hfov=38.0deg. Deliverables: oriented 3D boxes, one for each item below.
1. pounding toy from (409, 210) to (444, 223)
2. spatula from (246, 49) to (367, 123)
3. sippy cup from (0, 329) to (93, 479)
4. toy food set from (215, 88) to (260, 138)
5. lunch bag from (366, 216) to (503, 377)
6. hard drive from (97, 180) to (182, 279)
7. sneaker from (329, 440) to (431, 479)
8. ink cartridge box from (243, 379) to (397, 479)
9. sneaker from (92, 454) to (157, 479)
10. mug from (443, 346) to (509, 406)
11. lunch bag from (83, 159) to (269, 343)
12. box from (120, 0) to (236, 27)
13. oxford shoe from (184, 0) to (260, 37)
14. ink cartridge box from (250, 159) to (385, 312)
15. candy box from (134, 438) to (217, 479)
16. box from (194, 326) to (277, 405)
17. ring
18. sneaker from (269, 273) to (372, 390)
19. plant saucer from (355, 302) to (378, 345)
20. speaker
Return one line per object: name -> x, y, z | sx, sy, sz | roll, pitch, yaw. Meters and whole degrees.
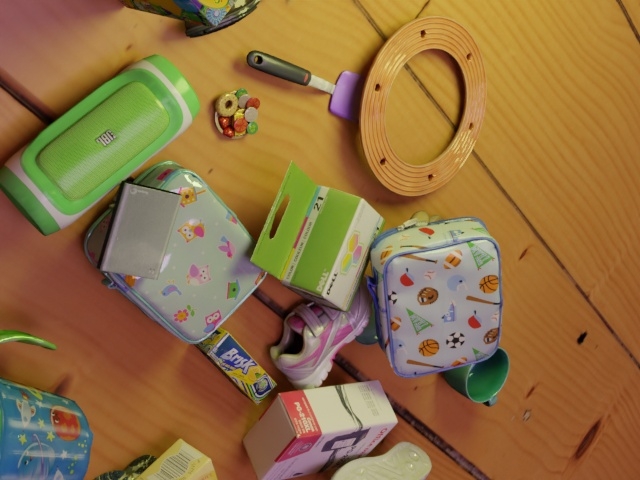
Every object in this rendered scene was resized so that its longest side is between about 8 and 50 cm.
pounding toy -> 0.212, 0.032, 1.845 | 0.154, 0.155, 0.269 | -54, 146, -45
spatula -> -0.008, -0.271, 1.585 | 0.296, 0.030, 0.084 | 13, 99, -44
sippy cup -> -0.470, 0.305, 1.366 | 0.305, 0.240, 0.224 | -48, 142, 17
toy food set -> -0.136, -0.208, 1.529 | 0.083, 0.020, 0.083 | -16, 115, -31
lunch bag -> 0.204, 0.099, 1.692 | 0.243, 0.115, 0.303 | -11, 120, -5
hard drive -> -0.266, -0.014, 1.369 | 0.094, 0.022, 0.135 | 12, 99, -36
sneaker -> 0.076, 0.535, 1.830 | 0.323, 0.130, 0.236 | -11, 139, -55
ink cartridge box -> 0.001, 0.359, 1.751 | 0.237, 0.100, 0.172 | -1, 141, -36
sneaker -> -0.338, 0.427, 1.606 | 0.135, 0.052, 0.058 | -20, 122, -29
mug -> 0.326, 0.283, 2.004 | 0.129, 0.097, 0.157 | -3, 110, -36
lunch bag -> -0.234, 0.022, 1.490 | 0.224, 0.108, 0.279 | -47, 127, -10
box -> -0.243, -0.448, 1.193 | 0.290, 0.279, 0.177 | 41, 81, -38
oxford shoe -> -0.130, -0.394, 1.438 | 0.227, 0.083, 0.096 | -40, 108, -18
ink cartridge box -> 0.000, 0.000, 1.584 | 0.188, 0.097, 0.255 | -67, 155, -7
candy box -> -0.305, 0.513, 1.580 | 0.316, 0.088, 0.182 | -40, 138, -32
box -> -0.152, 0.220, 1.655 | 0.054, 0.059, 0.169 | -49, 128, -14
ring -> 0.191, -0.249, 1.729 | 0.337, 0.032, 0.336 | -16, 116, -37
sneaker -> 0.000, 0.156, 1.715 | 0.111, 0.103, 0.252 | 37, 84, -41
plant saucer -> 0.101, 0.149, 1.838 | 0.119, 0.021, 0.119 | -13, 114, -31
speaker -> -0.320, -0.142, 1.353 | 0.296, 0.131, 0.131 | -42, 127, -16
